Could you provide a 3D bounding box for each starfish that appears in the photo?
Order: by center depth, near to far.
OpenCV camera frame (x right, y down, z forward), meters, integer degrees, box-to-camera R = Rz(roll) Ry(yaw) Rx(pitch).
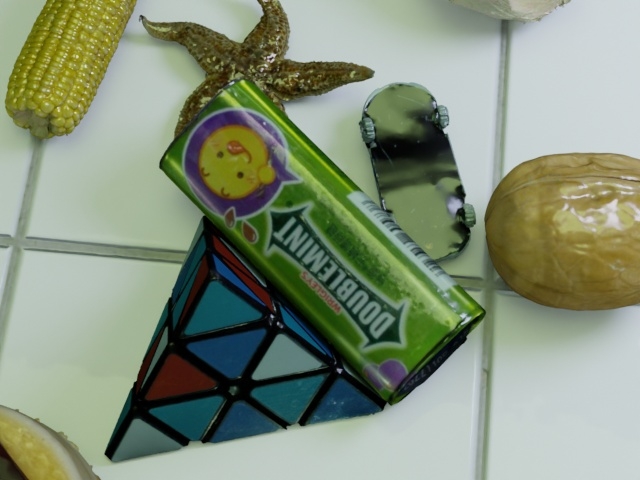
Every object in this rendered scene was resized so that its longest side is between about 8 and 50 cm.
[{"bbox_3d":[-0.081,-0.178,1.491,0.277,0.062,0.236,17,69,11],"label":"starfish"}]

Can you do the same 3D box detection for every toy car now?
[{"bbox_3d":[0.100,-0.071,1.443,0.095,0.056,0.205,-11,69,-4],"label":"toy car"}]

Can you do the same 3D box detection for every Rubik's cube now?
[{"bbox_3d":[-0.107,0.038,1.349,0.284,0.250,0.234,-13,48,0],"label":"Rubik's cube"}]

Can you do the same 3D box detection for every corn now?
[{"bbox_3d":[-0.267,-0.225,1.498,0.093,0.093,0.244,16,65,8],"label":"corn"}]

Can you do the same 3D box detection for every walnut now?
[{"bbox_3d":[0.261,-0.009,1.361,0.197,0.165,0.165,-6,66,-2],"label":"walnut"}]

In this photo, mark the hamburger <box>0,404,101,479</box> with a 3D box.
[{"bbox_3d":[-0.327,0.287,1.234,0.302,0.170,0.302,0,62,0],"label":"hamburger"}]

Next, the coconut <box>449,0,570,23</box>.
[{"bbox_3d":[0.194,-0.332,1.484,0.194,0.194,0.194,0,66,1],"label":"coconut"}]

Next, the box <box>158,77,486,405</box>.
[{"bbox_3d":[0.000,0.000,1.366,0.134,0.097,0.345,-46,78,8],"label":"box"}]
